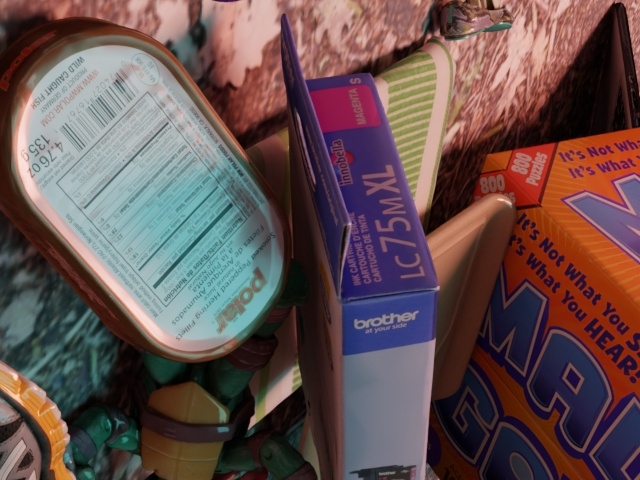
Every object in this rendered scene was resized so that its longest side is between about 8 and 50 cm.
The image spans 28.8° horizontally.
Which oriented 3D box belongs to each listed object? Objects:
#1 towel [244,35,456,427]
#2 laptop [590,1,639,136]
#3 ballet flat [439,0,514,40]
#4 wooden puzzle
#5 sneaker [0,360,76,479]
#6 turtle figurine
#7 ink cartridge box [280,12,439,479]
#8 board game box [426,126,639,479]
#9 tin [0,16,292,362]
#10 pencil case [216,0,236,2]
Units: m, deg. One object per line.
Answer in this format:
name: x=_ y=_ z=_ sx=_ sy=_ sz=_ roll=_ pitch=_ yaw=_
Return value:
towel: x=0.000 y=0.000 z=0.912 sx=0.325 sy=0.038 sz=0.248 roll=-36 pitch=143 yaw=-48
laptop: x=0.223 y=-0.002 z=1.423 sx=0.382 sy=0.236 sz=0.408 roll=89 pitch=5 yaw=-47
ballet flat: x=0.128 y=-0.185 z=1.004 sx=0.114 sy=0.041 sz=0.041 roll=-25 pitch=135 yaw=-59
wooden puzzle: x=0.066 y=0.082 z=1.037 sx=0.238 sy=0.044 sz=0.221 roll=-25 pitch=137 yaw=-50
sneaker: x=-0.170 y=0.108 z=0.587 sx=0.083 sy=0.084 sz=0.215 roll=-47 pitch=153 yaw=-27
turtle figurine: x=-0.081 y=0.112 z=0.744 sx=0.118 sy=0.175 sz=0.234 roll=-114 pitch=-150 yaw=-59
ink cartridge box: x=0.021 y=0.039 z=0.747 sx=0.186 sy=0.065 sz=0.311 roll=-103 pitch=-173 yaw=-45
board game box: x=0.346 y=0.135 z=1.188 sx=0.356 sy=0.356 sz=0.356 roll=-12 pitch=135 yaw=-29
tin: x=-0.084 y=-0.019 z=0.596 sx=0.106 sy=0.040 sz=0.190 roll=-46 pitch=125 yaw=-14
pencil case: x=0.006 y=-0.186 z=0.661 sx=0.236 sy=0.104 sz=0.104 roll=-26 pitch=136 yaw=-54
